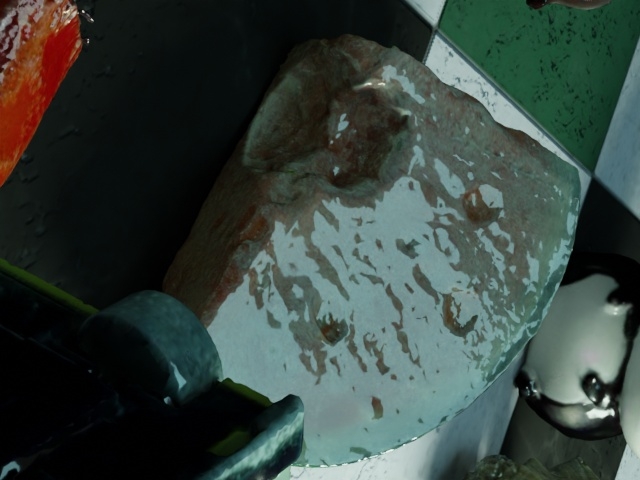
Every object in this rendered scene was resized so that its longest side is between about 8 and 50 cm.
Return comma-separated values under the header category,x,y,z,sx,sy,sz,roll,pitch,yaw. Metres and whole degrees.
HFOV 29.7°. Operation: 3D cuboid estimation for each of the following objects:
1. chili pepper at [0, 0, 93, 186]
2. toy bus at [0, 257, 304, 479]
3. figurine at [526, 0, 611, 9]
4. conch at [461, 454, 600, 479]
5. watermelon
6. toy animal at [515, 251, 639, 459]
category,x,y,z,sx,sy,sz,roll,pitch,yaw
chili pepper,-0.149,-0.058,0.502,0.070,0.073,0.123,35,70,-24
toy bus,-0.146,0.074,0.399,0.128,0.262,0.150,-31,135,-46
figurine,0.201,-0.327,0.813,0.281,0.167,0.370,-17,113,-67
conch,0.172,0.273,1.037,0.178,0.163,0.245,-21,152,-32
watermelon,0.000,0.000,0.723,0.318,0.148,0.226,-27,108,-31
toy animal,0.317,0.114,1.108,0.165,0.235,0.187,25,83,-50
